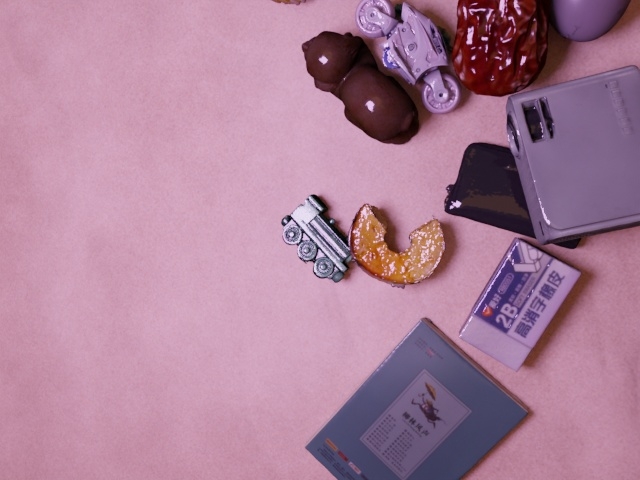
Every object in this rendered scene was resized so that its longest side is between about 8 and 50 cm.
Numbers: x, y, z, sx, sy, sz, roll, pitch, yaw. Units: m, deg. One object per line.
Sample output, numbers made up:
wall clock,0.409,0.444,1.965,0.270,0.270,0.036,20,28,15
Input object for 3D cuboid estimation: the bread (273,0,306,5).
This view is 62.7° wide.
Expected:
bread,-0.051,-0.596,0.973,0.204,0.156,0.288,27,103,21

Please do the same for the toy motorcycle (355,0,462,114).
toy motorcycle,0.167,-0.341,0.939,0.112,0.112,0.254,-42,94,15

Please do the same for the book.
book,0.176,0.371,1.032,0.264,0.031,0.379,42,104,9

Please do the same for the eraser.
eraser,0.353,0.113,0.945,0.124,0.068,0.210,30,102,12

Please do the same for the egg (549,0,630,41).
egg,0.428,-0.423,0.843,0.146,0.146,0.199,4,97,16

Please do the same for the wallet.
wallet,0.356,-0.087,0.943,0.250,0.044,0.149,19,95,15

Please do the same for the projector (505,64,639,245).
projector,0.428,-0.134,0.855,0.198,0.108,0.251,-13,79,10

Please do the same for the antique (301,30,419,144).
antique,0.068,-0.285,0.964,0.121,0.143,0.257,-41,80,17

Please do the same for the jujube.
jujube,0.293,-0.355,0.860,0.155,0.155,0.230,-2,126,16

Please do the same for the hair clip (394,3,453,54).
hair clip,0.178,-0.398,0.969,0.172,0.049,0.049,31,102,11

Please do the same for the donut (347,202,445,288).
donut,0.141,0.011,0.998,0.181,0.078,0.146,12,98,9

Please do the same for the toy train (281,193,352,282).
toy train,0.000,0.000,1.041,0.111,0.071,0.170,-44,82,7
